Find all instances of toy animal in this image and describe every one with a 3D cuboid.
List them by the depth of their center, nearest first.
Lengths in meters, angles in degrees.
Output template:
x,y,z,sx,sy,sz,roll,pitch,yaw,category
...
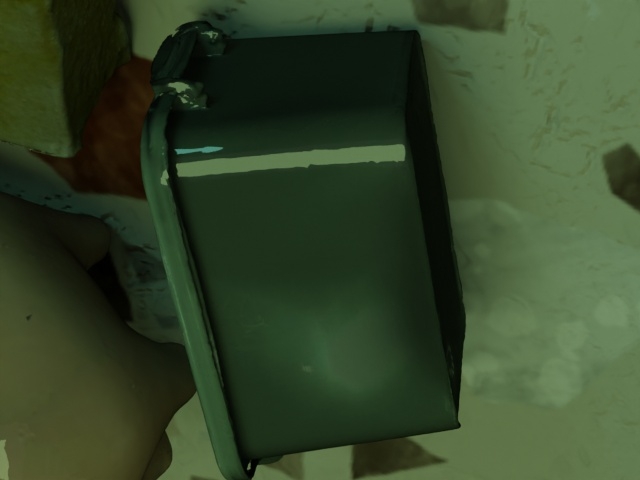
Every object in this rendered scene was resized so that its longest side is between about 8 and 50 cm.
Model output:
x,y,z,sx,sy,sz,roll,pitch,yaw,category
-0.238,0.056,1.038,0.326,0.269,0.237,43,127,38,toy animal

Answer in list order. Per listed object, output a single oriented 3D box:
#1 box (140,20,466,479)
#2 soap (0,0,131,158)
x,y,z,sx,sy,sz,roll,pitch,yaw,category
0.000,0.000,0.982,0.135,0.163,0.243,-6,119,11,box
-0.268,-0.156,0.964,0.315,0.091,0.199,15,150,9,soap
